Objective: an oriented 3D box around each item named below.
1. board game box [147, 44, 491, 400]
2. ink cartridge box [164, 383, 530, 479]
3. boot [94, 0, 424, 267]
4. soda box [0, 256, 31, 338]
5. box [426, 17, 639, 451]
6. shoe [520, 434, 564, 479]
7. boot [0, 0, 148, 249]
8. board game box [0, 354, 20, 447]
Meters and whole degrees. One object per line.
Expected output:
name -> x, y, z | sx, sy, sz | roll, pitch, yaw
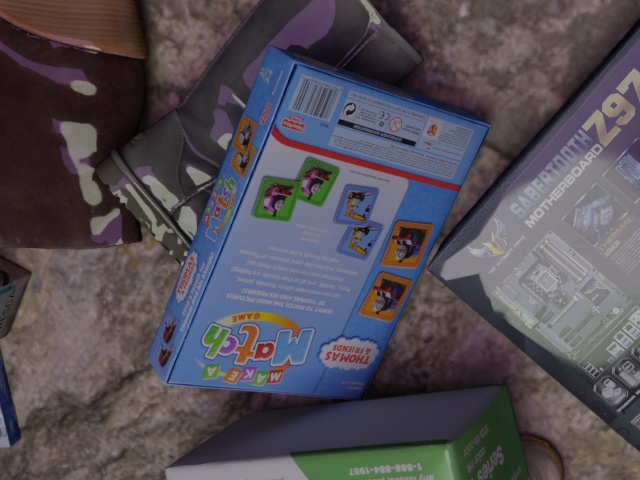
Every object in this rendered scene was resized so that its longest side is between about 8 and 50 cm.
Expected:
board game box -> 0.000, 0.000, 0.641 | 0.039, 0.160, 0.212 | 41, 113, 49
ink cartridge box -> 0.042, 0.249, 0.648 | 0.201, 0.117, 0.278 | -11, 95, 28
boot -> -0.018, -0.059, 0.671 | 0.208, 0.076, 0.190 | -42, 117, -1
soda box -> -0.315, 0.014, 0.757 | 0.183, 0.063, 0.058 | 26, 106, 7
box -> 0.209, -0.012, 0.629 | 0.183, 0.059, 0.233 | 40, 108, 3
shoe -> 0.120, 0.244, 0.703 | 0.076, 0.058, 0.219 | 11, 104, 11
boot -> -0.241, -0.097, 0.702 | 0.248, 0.090, 0.207 | 3, 100, 9
board game box -> -0.288, 0.121, 0.795 | 0.090, 0.020, 0.090 | -7, 100, 14
